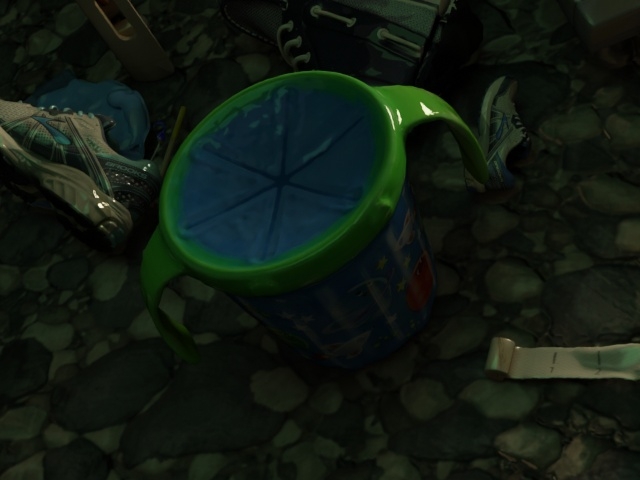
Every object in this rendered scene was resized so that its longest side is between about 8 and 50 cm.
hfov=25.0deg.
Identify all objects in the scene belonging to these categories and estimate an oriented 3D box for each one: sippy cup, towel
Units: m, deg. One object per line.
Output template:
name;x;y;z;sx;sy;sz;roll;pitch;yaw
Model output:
sippy cup;0.000;0.000;1.350;0.305;0.224;0.240;-4;53;24
towel;-0.343;-0.159;1.785;0.119;0.029;0.067;-37;47;-2

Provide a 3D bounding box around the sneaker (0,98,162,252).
sneaker;-0.295;-0.100;1.637;0.283;0.110;0.122;36;67;23

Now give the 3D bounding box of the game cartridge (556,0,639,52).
game cartridge;0.386;-0.341;1.470;0.355;0.068;0.230;-23;64;-3

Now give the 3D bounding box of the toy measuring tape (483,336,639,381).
toy measuring tape;0.284;0.081;1.215;0.330;0.121;0.121;-1;55;27

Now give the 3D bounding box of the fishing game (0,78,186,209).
fishing game;-0.286;-0.112;1.708;0.264;0.041;0.189;1;62;19

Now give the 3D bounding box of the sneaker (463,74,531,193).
sneaker;0.188;-0.105;1.459;0.058;0.052;0.135;8;66;20

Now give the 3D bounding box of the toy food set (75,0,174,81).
toy food set;-0.276;-0.359;1.773;0.092;0.220;0.306;-31;47;3

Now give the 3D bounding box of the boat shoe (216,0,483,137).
boat shoe;-0.004;-0.212;1.581;0.340;0.127;0.158;13;62;35
